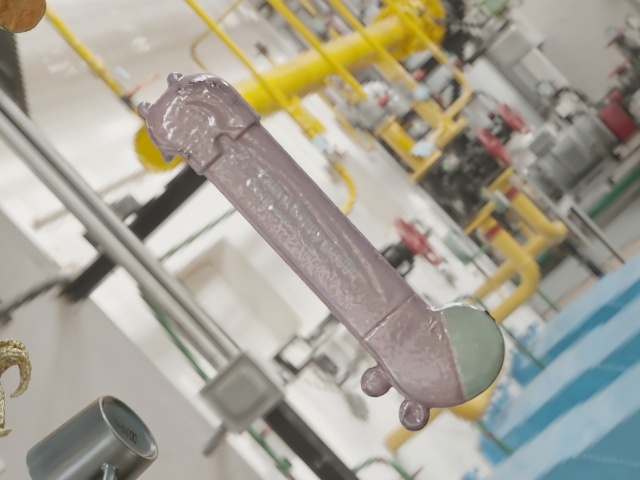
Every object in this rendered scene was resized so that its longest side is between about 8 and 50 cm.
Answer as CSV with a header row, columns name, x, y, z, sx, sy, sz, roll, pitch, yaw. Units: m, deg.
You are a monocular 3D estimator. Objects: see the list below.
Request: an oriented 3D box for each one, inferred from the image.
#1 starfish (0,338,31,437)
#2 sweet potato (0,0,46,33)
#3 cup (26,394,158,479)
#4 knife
name,x,y,z,sx,sy,sz,roll,pitch,yaw
starfish,-0.411,0.160,1.449,0.150,0.210,0.053,-48,-39,9
sweet potato,-0.331,-0.260,1.140,0.067,0.281,0.059,-44,-43,-2
cup,-0.177,0.177,0.979,0.077,0.078,0.100,-41,29,8
knife,0.000,0.000,1.109,0.132,0.398,0.038,-43,3,6
